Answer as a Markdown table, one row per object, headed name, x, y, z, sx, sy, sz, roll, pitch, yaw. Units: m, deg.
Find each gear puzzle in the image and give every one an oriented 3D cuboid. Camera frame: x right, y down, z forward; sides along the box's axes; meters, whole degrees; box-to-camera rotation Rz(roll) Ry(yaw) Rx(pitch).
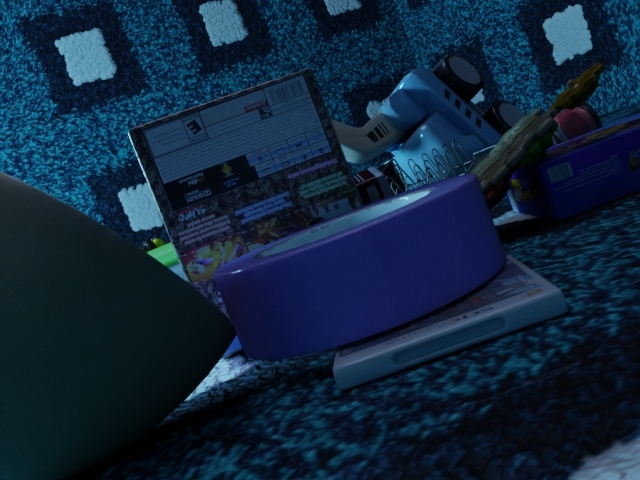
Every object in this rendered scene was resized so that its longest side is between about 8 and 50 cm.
| name | x | y | z | sx | sy | sz | roll | pitch | yaw |
| --- | --- | --- | --- | --- | --- | --- | --- | --- | --- |
| gear puzzle | 0.256 | -0.102 | 0.972 | 0.339 | 0.044 | 0.175 | -48 | 4 | 11 |

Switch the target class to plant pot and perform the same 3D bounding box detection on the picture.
| name | x | y | z | sx | sy | sz | roll | pitch | yaw |
| --- | --- | --- | --- | --- | --- | --- | --- | --- | --- |
| plant pot | -0.242 | 0.093 | 0.614 | 0.190 | 0.284 | 0.284 | -60 | 19 | -18 |

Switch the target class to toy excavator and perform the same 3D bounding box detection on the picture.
| name | x | y | z | sx | sy | sz | roll | pitch | yaw |
| --- | --- | --- | --- | --- | --- | --- | --- | --- | --- |
| toy excavator | 0.156 | -0.208 | 1.423 | 0.445 | 0.433 | 0.222 | -44 | -4 | -47 |

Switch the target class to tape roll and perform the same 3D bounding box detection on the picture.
| name | x | y | z | sx | sy | sz | roll | pitch | yaw |
| --- | --- | --- | --- | --- | --- | --- | --- | --- | --- |
| tape roll | 0.037 | 0.022 | 0.720 | 0.275 | 0.090 | 0.275 | -20 | 4 | 1 |

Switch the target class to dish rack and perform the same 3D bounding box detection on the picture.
| name | x | y | z | sx | sy | sz | roll | pitch | yaw |
| --- | --- | --- | --- | --- | --- | --- | --- | --- | --- |
| dish rack | 0.168 | -0.087 | 1.201 | 0.272 | 0.074 | 0.208 | -20 | 25 | 45 |

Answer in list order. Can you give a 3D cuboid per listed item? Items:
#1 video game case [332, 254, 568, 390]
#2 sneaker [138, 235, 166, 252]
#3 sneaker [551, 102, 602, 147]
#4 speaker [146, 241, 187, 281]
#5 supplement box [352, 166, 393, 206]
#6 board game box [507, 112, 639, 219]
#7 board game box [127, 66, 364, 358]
| name | x | y | z | sx | sy | sz | roll | pitch | yaw |
| --- | --- | --- | --- | --- | --- | --- | --- | --- | --- |
| video game case | 0.103 | 0.064 | 0.640 | 0.184 | 0.023 | 0.201 | -20 | 4 | 6 |
| sneaker | -0.314 | 0.106 | 1.520 | 0.134 | 0.146 | 0.343 | -42 | -8 | -5 |
| sneaker | 0.563 | -0.236 | 1.777 | 0.136 | 0.115 | 0.314 | -33 | 1 | -18 |
| speaker | -0.228 | 0.050 | 1.300 | 0.297 | 0.131 | 0.131 | -23 | 5 | -7 |
| supplement box | 0.000 | 0.000 | 1.061 | 0.240 | 0.130 | 0.073 | -23 | 18 | -2 |
| board game box | 0.454 | -0.132 | 1.028 | 0.347 | 0.078 | 0.233 | -21 | 5 | 3 |
| board game box | -0.078 | -0.034 | 0.921 | 0.232 | 0.290 | 0.141 | -21 | 4 | -10 |
